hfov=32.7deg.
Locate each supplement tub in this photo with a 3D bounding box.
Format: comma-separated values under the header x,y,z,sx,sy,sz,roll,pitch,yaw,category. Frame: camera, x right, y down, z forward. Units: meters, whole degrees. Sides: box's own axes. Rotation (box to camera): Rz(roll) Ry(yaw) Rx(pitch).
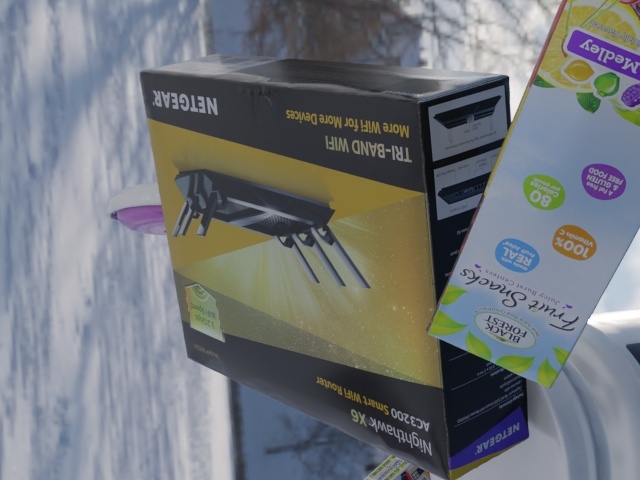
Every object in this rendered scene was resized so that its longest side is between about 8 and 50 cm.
x,y,z,sx,sy,sz,roll,pitch,yaw,category
0.238,0.148,0.826,0.191,0.272,0.191,8,-81,62,supplement tub

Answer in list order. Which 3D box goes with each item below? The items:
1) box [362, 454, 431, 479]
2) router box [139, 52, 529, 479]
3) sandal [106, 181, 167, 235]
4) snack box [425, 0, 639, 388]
x,y,z,sx,sy,sz,roll,pitch,yaw,category
0.116,0.342,1.276,0.036,0.114,0.207,15,-44,53,box
0.000,0.000,0.766,0.309,0.081,0.242,14,-62,50,router box
-0.011,0.010,1.113,0.169,0.417,0.102,129,-33,-74,sandal
0.131,-0.065,0.496,0.174,0.070,0.207,-55,167,-48,snack box
